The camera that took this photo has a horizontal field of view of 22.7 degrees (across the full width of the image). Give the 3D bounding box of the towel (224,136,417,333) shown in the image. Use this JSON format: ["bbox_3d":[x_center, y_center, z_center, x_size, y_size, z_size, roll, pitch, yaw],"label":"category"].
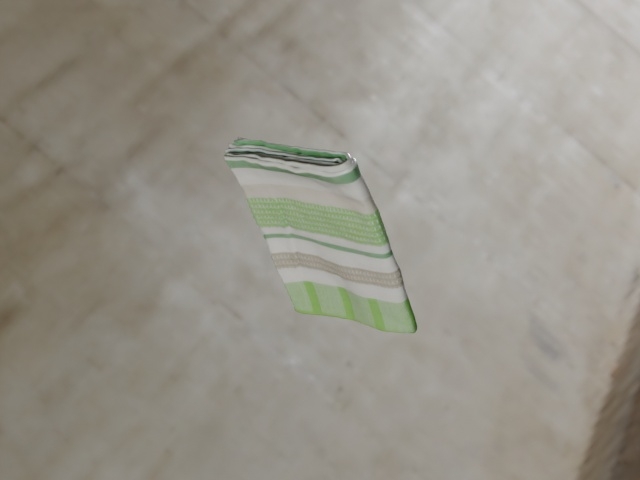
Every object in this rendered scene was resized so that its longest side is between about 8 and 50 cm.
[{"bbox_3d":[0.000,0.000,1.090,0.113,0.152,0.023,11,46,40],"label":"towel"}]
